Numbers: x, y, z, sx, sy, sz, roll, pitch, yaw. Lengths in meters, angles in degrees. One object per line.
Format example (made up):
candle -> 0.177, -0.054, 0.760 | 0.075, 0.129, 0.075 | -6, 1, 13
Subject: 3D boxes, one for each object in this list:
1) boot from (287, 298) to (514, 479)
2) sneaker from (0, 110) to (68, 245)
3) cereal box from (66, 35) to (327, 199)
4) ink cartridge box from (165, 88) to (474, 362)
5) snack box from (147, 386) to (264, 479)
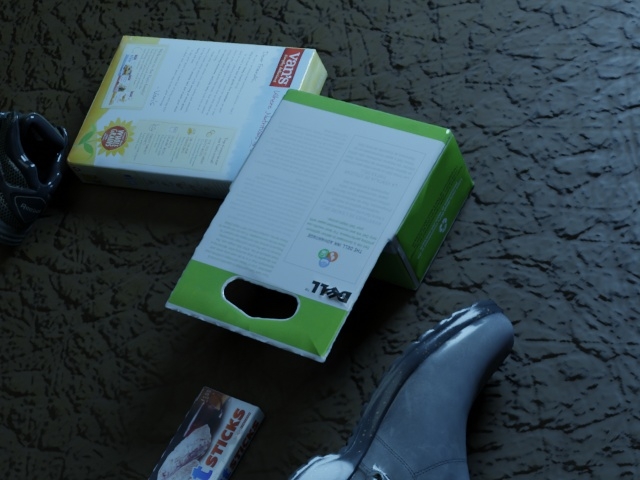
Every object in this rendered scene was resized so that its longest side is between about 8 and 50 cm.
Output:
boot -> 0.111, 0.220, 1.253 | 0.222, 0.118, 0.338 | 35, 64, 19
sneaker -> -0.340, -0.114, 1.639 | 0.130, 0.087, 0.227 | -46, 52, 18
cereal box -> -0.130, -0.129, 1.612 | 0.240, 0.047, 0.173 | 8, 62, 25
ink cartridge box -> 0.000, 0.000, 1.444 | 0.188, 0.097, 0.255 | 17, 67, 30
snack box -> -0.121, 0.219, 1.388 | 0.064, 0.022, 0.178 | 18, 65, 29
